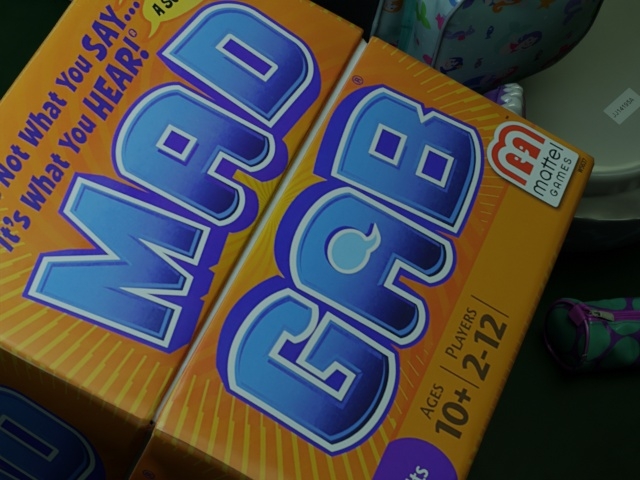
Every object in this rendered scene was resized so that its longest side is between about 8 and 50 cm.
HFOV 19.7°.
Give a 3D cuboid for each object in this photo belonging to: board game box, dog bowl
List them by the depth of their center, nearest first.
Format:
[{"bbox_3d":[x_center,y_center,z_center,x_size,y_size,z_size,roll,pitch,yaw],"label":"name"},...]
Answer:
[{"bbox_3d":[-0.085,0.076,1.270,0.356,0.356,0.356,28,52,-1],"label":"board game box"},{"bbox_3d":[0.223,-0.143,1.670,0.349,0.102,0.348,4,61,-7],"label":"dog bowl"}]

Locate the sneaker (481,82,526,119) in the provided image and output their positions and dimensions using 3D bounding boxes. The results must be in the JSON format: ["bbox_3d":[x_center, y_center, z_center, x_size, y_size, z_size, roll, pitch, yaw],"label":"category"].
[{"bbox_3d":[0.111,-0.058,1.453,0.105,0.095,0.236,-2,25,10],"label":"sneaker"}]

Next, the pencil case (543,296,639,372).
[{"bbox_3d":[0.273,0.077,1.591,0.152,0.070,0.064,-4,59,-25],"label":"pencil case"}]

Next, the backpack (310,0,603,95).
[{"bbox_3d":[0.136,-0.239,1.519,0.253,0.225,0.191,-29,70,-21],"label":"backpack"}]
